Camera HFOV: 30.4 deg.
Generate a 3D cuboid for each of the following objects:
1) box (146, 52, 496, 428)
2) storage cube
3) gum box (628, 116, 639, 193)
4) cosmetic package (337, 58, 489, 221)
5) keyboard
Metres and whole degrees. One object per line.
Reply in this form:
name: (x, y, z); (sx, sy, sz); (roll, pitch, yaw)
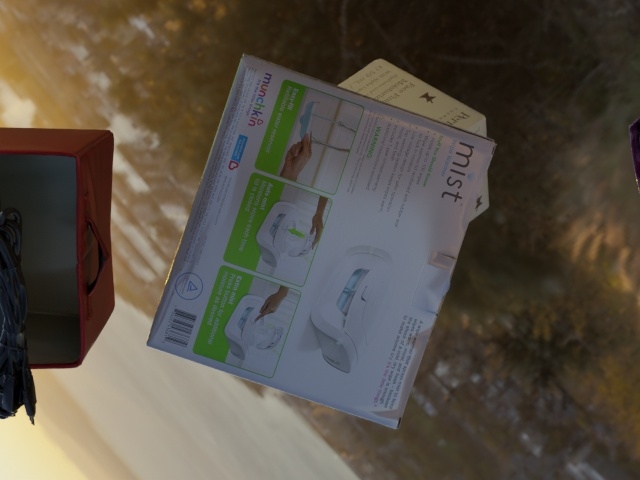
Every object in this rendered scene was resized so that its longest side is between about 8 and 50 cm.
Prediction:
box: (0.000, 0.000, 1.034); (0.231, 0.262, 0.127); (18, -178, -3)
storage cube: (-0.286, -0.001, 1.045); (0.193, 0.215, 0.184); (-98, 9, -78)
gum box: (0.302, -0.024, 0.887); (0.062, 0.107, 0.188); (5, 115, 51)
cosmetic package: (0.086, -0.094, 1.415); (0.183, 0.151, 0.151); (34, 150, 36)
keyboard: (-0.232, -0.003, 0.791); (0.201, 0.033, 0.317); (50, 145, 45)
